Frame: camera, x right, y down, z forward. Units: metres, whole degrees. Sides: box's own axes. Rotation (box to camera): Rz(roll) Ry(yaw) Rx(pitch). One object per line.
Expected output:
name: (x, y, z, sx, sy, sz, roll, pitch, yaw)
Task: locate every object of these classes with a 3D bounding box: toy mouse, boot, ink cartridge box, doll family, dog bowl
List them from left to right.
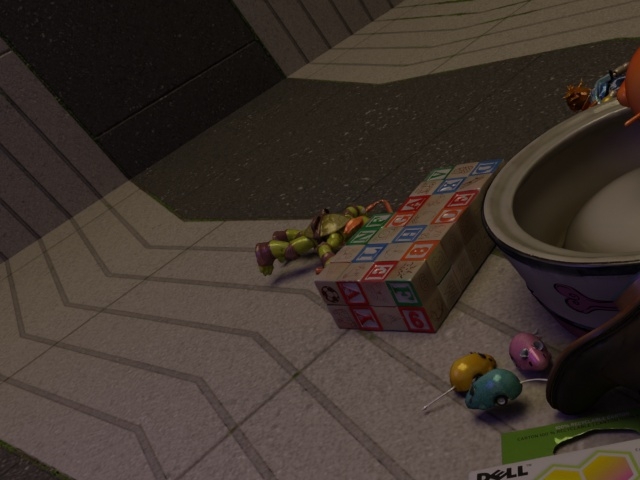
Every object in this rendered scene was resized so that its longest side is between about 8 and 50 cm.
toy mouse: (0.198, 0.135, 0.819, 0.161, 0.031, 0.143, -32, 11, -22)
ink cartridge box: (0.220, 0.200, 0.615, 0.189, 0.097, 0.255, -18, 26, 20)
doll family: (0.441, -0.199, 1.126, 0.163, 0.118, 0.263, -9, 42, 38)
boot: (0.279, 0.120, 0.672, 0.082, 0.219, 0.106, -8, 51, -25)
dog bowl: (0.396, -0.034, 0.845, 0.408, 0.150, 0.408, -23, 23, 10)

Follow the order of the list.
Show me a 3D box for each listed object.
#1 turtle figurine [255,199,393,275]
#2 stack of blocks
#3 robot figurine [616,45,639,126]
turtle figurine: (0.000, 0.000, 1.274, 0.217, 0.087, 0.269, -15, 26, 27)
stack of blocks: (0.147, 0.002, 1.111, 0.171, 0.087, 0.297, -3, 33, 44)
robot figurine: (0.405, -0.186, 0.806, 0.158, 0.128, 0.219, 30, 55, 31)
